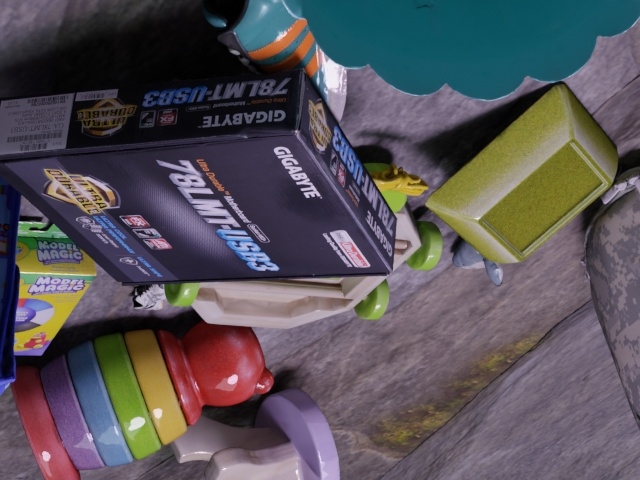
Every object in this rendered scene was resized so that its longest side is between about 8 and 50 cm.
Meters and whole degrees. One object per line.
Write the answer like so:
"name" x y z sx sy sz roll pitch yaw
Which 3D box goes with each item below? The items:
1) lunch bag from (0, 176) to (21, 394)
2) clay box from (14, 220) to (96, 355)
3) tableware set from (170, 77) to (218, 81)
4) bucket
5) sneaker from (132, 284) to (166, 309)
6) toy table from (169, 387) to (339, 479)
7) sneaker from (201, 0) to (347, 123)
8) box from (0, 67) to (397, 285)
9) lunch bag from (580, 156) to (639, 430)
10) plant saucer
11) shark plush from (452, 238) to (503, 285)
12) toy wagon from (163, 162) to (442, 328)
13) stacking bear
"lunch bag" -0.367 0.071 1.618 0.138 0.293 0.221 10 145 -36
"clay box" -0.327 0.053 1.863 0.127 0.053 0.222 2 150 -27
"tableware set" -0.118 -0.095 1.690 0.128 0.039 0.194 14 138 -21
"bucket" 0.098 -0.257 1.226 0.281 0.183 0.281 -2 126 -3
"sneaker" -0.192 0.057 1.950 0.037 0.032 0.083 -4 151 -16
"toy table" -0.089 0.313 2.278 0.160 0.252 0.274 -19 145 -23
"sneaker" -0.040 -0.192 1.478 0.121 0.108 0.302 -5 147 -4
"box" -0.108 -0.047 1.598 0.293 0.073 0.295 -2 155 19
"lunch bag" 0.422 0.073 1.956 0.212 0.305 0.256 -17 156 2
"plant saucer" 0.226 -0.055 1.831 0.188 0.045 0.188 -42 147 8
"shark plush" 0.180 -0.006 1.969 0.067 0.073 0.161 15 161 13
"toy wagon" 0.000 0.000 1.887 0.267 0.068 0.344 5 147 -31
"stacking bear" -0.203 0.175 2.050 0.289 0.175 0.164 -20 160 -5
